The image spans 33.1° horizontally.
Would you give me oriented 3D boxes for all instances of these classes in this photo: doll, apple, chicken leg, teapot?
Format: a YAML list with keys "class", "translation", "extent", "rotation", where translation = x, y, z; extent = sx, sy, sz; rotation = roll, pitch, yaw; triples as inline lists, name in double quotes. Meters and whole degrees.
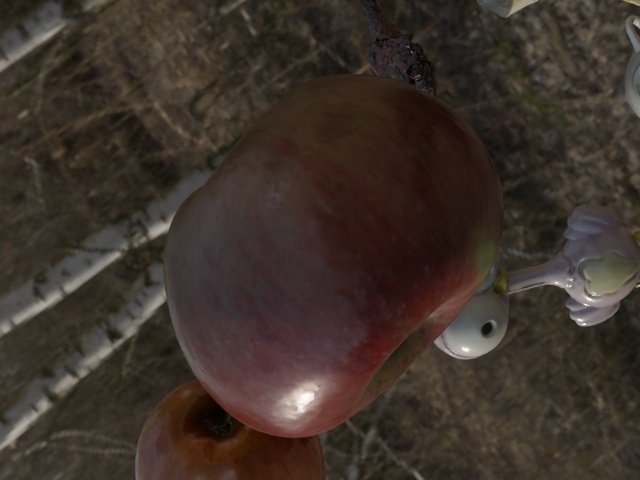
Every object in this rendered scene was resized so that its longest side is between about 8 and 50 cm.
- class: "doll"
  translation: [0.261, 0.045, 1.299]
  extent: [0.094, 0.365, 0.160]
  rotation: [-135, 36, -61]
- class: "apple"
  translation: [0.000, 0.000, 1.002]
  extent: [0.269, 0.345, 0.345]
  rotation: [45, 168, 15]
- class: "chicken leg"
  translation: [0.092, -0.240, 1.328]
  extent: [0.205, 0.053, 0.093]
  rotation: [51, 157, 39]
- class: "apple"
  translation: [-0.093, 0.236, 1.106]
  extent: [0.209, 0.209, 0.164]
  rotation: [43, 143, 41]
- class: "teapot"
  translation: [0.567, -0.273, 1.762]
  extent: [0.159, 0.116, 0.246]
  rotation: [-48, 57, 56]

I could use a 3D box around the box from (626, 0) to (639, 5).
- class: "box"
  translation: [0.304, -0.369, 1.176]
  extent: [0.265, 0.097, 0.168]
  rotation: [25, 146, 18]

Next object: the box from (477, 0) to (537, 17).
- class: "box"
  translation: [0.270, -0.360, 0.901]
  extent: [0.051, 0.365, 0.205]
  rotation: [15, -121, -41]
